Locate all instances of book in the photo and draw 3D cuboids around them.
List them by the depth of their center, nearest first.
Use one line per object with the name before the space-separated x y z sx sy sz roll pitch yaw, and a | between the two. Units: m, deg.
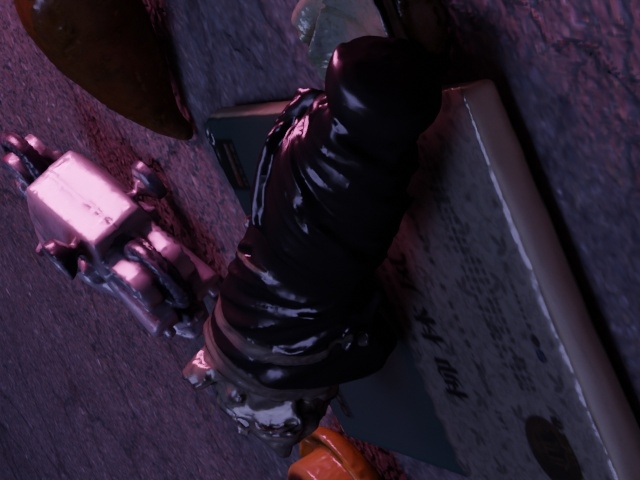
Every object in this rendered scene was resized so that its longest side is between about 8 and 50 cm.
book | 0.053 0.030 1.017 0.379 0.031 0.264 3 118 66

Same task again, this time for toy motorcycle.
toy motorcycle | -0.182 0.001 1.441 0.260 0.110 0.171 37 165 34

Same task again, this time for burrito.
burrito | 0.022 -0.116 0.882 0.074 0.044 0.118 58 159 -17

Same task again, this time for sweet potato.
sweet potato | -0.171 -0.201 1.143 0.106 0.095 0.355 5 138 15

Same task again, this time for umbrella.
umbrella | 0.006 0.002 0.944 0.113 0.106 0.358 45 149 15

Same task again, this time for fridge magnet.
fridge magnet | 0.022 0.209 1.270 0.143 0.063 0.143 51 160 26
